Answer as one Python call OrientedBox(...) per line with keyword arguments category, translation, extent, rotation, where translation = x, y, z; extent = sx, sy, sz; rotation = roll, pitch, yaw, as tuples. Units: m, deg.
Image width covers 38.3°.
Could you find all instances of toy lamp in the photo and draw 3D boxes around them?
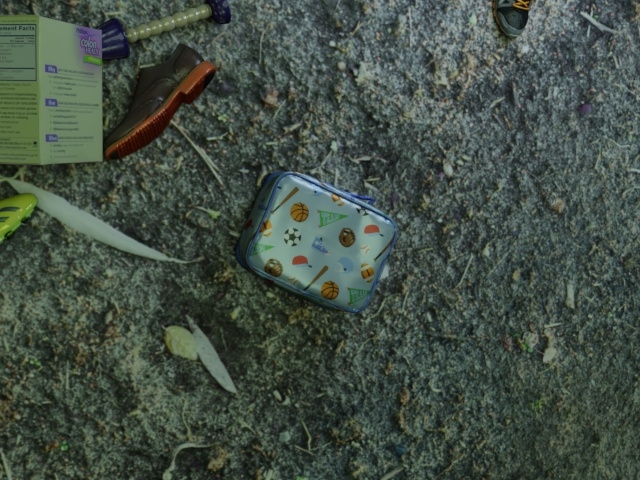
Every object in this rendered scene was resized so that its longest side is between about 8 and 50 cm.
OrientedBox(category="toy lamp", translation=(-0.309, -0.406, 1.745), extent=(0.274, 0.080, 0.080), rotation=(-23, 101, -20))

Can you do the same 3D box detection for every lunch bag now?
OrientedBox(category="lunch bag", translation=(0.000, 0.000, 1.862), extent=(0.303, 0.115, 0.243), rotation=(25, 82, -19))

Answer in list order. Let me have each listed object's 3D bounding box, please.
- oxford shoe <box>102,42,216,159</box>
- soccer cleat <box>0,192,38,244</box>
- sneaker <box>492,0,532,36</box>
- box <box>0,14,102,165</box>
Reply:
OrientedBox(category="oxford shoe", translation=(-0.324, -0.262, 1.750), extent=(0.098, 0.097, 0.271), rotation=(43, 73, 3))
OrientedBox(category="soccer cleat", translation=(-0.640, -0.014, 1.635), extent=(0.289, 0.093, 0.121), rotation=(-36, 97, -15))
OrientedBox(category="sneaker", translation=(0.436, -0.552, 2.008), extent=(0.084, 0.083, 0.215), rotation=(5, 92, -22))
OrientedBox(category="box", translation=(-0.478, -0.254, 1.595), extent=(0.117, 0.213, 0.243), rotation=(4, 98, 14))
